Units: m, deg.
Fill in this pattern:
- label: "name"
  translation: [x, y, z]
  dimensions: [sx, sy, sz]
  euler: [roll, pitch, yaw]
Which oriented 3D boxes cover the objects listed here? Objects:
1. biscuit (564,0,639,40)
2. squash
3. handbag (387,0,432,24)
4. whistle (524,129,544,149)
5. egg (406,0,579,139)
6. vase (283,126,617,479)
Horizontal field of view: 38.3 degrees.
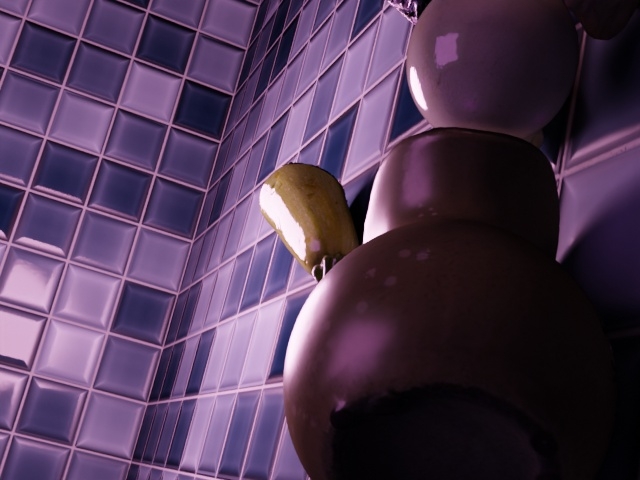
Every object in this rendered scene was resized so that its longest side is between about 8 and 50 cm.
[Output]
- label: "biscuit"
  translation: [0.166, -0.423, 0.821]
  dimensions: [0.104, 0.429, 0.446]
  euler: [-27, 34, 18]
- label: "squash"
  translation: [0.012, -0.011, 1.354]
  dimensions: [0.137, 0.137, 0.287]
  euler: [-67, 28, 17]
- label: "handbag"
  translation: [0.172, -0.374, 1.142]
  dimensions: [0.208, 0.127, 0.228]
  euler: [-117, 45, -71]
- label: "whistle"
  translation: [0.192, -0.184, 0.991]
  dimensions: [0.258, 0.067, 0.126]
  euler: [-92, 27, -45]
- label: "egg"
  translation: [0.158, -0.169, 0.838]
  dimensions: [0.151, 0.151, 0.209]
  euler: [-60, -3, 36]
- label: "vase"
  translation: [0.101, 0.111, 0.754]
  dimensions: [0.302, 0.241, 0.329]
  euler: [-75, -11, -56]
